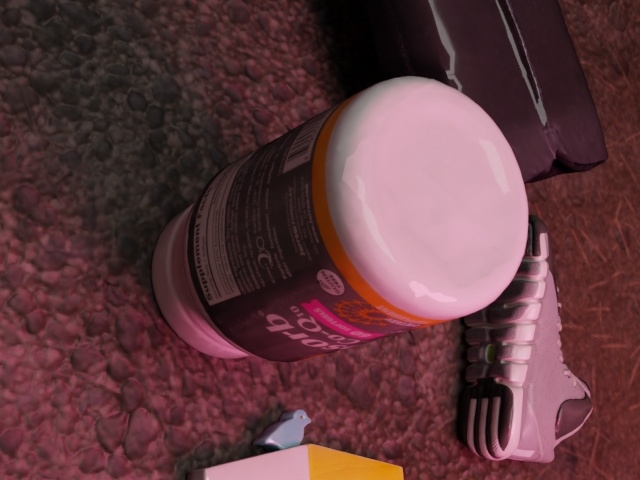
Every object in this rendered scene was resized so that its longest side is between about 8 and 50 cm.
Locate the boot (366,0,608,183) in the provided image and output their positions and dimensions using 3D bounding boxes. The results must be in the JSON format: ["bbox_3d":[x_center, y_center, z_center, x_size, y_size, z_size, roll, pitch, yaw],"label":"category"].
[{"bbox_3d":[0.183,-0.273,1.073,0.367,0.146,0.445,-15,82,-28],"label":"boot"}]

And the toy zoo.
[{"bbox_3d":[-0.011,0.278,0.898,0.192,0.030,0.293,8,72,-34],"label":"toy zoo"}]

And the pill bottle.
[{"bbox_3d":[0.000,0.000,0.832,0.162,0.278,0.162,11,70,-33],"label":"pill bottle"}]

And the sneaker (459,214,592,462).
[{"bbox_3d":[0.203,0.099,1.085,0.132,0.086,0.228,20,75,-36],"label":"sneaker"}]
